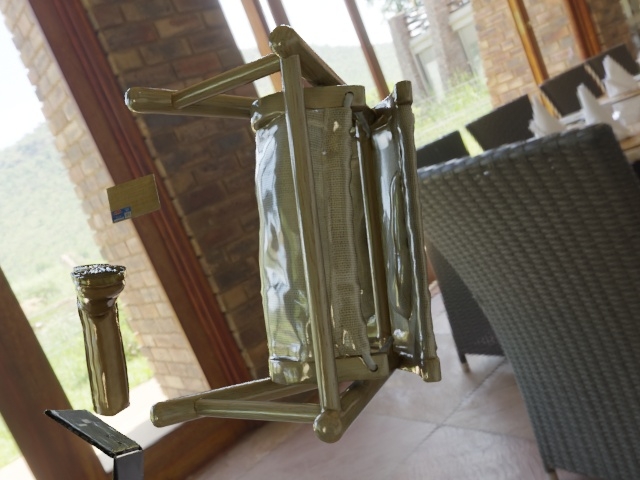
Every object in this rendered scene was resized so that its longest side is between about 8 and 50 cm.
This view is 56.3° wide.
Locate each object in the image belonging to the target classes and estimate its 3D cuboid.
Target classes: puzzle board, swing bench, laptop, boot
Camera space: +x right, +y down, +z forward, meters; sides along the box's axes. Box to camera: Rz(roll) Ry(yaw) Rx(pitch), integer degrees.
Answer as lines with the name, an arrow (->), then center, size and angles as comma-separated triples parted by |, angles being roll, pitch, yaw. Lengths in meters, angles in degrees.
puzzle board -> -0.466, -0.104, 1.493 | 0.128, 0.096, 0.011 | -17, -15, 6
swing bench -> 0.000, 0.000, 0.493 | 0.165, 0.253, 0.255 | -8, -3, 34
laptop -> -0.472, 0.484, 1.270 | 0.136, 0.264, 0.234 | -58, -6, -15
boot -> -0.378, 0.179, 1.061 | 0.089, 0.269, 0.236 | -7, 4, -21
